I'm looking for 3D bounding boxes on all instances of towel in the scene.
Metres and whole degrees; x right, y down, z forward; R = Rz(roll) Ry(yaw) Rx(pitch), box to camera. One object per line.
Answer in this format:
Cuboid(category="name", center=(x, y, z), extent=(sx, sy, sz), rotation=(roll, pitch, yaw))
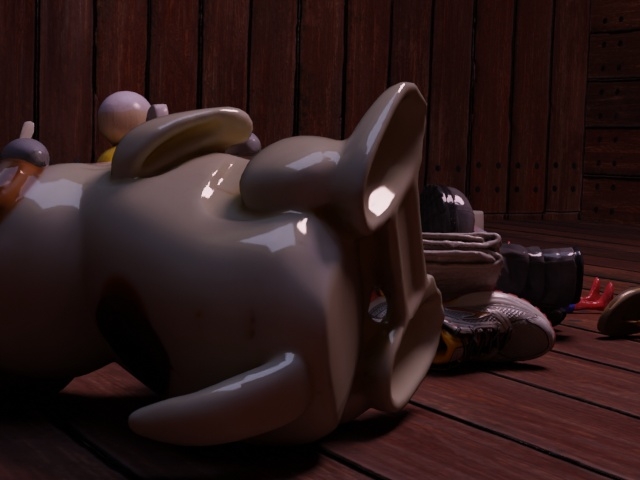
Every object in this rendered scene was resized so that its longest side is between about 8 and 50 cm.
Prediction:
Cuboid(category="towel", center=(0.113, 0.060, 1.486), extent=(0.187, 0.049, 0.282), rotation=(1, -22, 3))

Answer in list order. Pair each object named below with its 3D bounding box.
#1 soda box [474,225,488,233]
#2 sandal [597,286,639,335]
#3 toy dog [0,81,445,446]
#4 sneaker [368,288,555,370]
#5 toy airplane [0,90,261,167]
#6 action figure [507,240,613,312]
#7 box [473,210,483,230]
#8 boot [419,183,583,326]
Cuboid(category="soda box", center=(0.172, 0.041, 1.801), extent=(0.063, 0.058, 0.183), rotation=(27, -34, -29))
Cuboid(category="sandal", center=(0.451, 0.103, 1.665), extent=(0.180, 0.072, 0.049), rotation=(5, 24, -23))
Cuboid(category="toy dog", center=(-0.134, 0.048, 1.100), extent=(0.408, 0.284, 0.395), rotation=(6, 42, 24))
Cuboid(category="sneaker", center=(0.153, 0.110, 1.389), extent=(0.225, 0.088, 0.093), rotation=(3, 28, -11))
Cuboid(category="toy airplane", center=(-0.274, -0.109, 1.852), extent=(0.384, 0.272, 0.386), rotation=(-21, -22, 22))
Cuboid(category="action figure", center=(0.298, 0.043, 1.908), extent=(0.280, 0.139, 0.091), rotation=(-1, 4, -8))
Cuboid(category="box", center=(0.189, 0.005, 2.381), extent=(0.148, 0.121, 0.311), rotation=(3, 5, 27))
Cuboid(category="boot", center=(0.232, 0.020, 1.608), extent=(0.223, 0.118, 0.338), rotation=(1, -19, 1))
